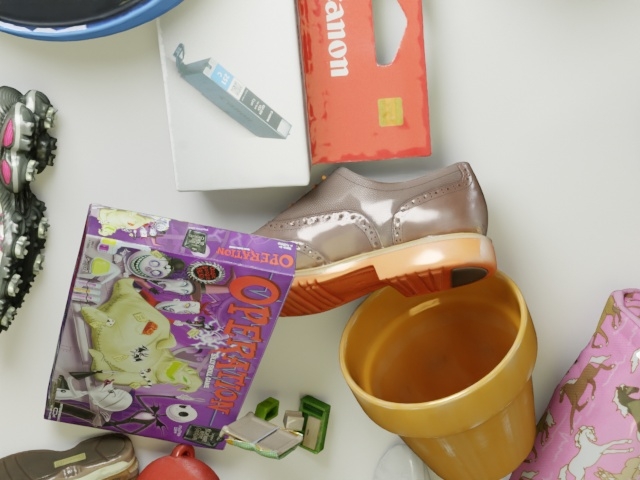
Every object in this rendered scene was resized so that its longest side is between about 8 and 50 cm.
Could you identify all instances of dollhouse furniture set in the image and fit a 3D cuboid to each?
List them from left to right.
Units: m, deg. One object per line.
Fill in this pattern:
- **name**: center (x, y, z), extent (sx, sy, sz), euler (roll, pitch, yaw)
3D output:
- **dollhouse furniture set**: center (-0.047, 0.219, 1.885), extent (0.076, 0.151, 0.059), euler (22, 113, 24)

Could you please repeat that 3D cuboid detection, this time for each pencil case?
- **pencil case**: center (0.322, 0.240, 1.913), extent (0.167, 0.160, 0.386), euler (10, 115, -30)

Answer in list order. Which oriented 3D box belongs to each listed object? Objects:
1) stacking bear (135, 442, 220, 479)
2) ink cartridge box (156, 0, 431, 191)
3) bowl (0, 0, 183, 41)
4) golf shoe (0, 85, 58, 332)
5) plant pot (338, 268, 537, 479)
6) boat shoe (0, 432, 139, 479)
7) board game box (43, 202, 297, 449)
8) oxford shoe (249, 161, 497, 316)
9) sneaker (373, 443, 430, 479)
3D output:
- **stacking bear**: center (-0.206, 0.350, 1.871), extent (0.164, 0.289, 0.175), euler (7, 133, 39)
- **ink cartridge box**: center (-0.028, -0.202, 1.707), extent (0.261, 0.066, 0.296), euler (-4, 111, 4)
- **bowl**: center (-0.251, -0.371, 1.588), extent (0.391, 0.077, 0.391), euler (2, 108, 5)
- **golf shoe**: center (-0.344, -0.032, 1.780), extent (0.120, 0.105, 0.273), euler (12, 108, 8)
- **plant pot**: center (0.146, 0.158, 1.851), extent (0.205, 0.205, 0.188), euler (-22, 130, 6)
- **boat shoe**: center (-0.296, 0.275, 1.935), extent (0.190, 0.068, 0.072), euler (-11, 127, 1)
- **board game box**: center (-0.163, 0.099, 1.786), extent (0.208, 0.056, 0.347), euler (8, 142, -11)
- **oxford shoe**: center (0.000, 0.000, 1.816), extent (0.363, 0.130, 0.133), euler (-8, 75, 10)
- **sneaker**: center (0.119, 0.330, 1.993), extent (0.094, 0.080, 0.212), euler (-12, 105, -34)
